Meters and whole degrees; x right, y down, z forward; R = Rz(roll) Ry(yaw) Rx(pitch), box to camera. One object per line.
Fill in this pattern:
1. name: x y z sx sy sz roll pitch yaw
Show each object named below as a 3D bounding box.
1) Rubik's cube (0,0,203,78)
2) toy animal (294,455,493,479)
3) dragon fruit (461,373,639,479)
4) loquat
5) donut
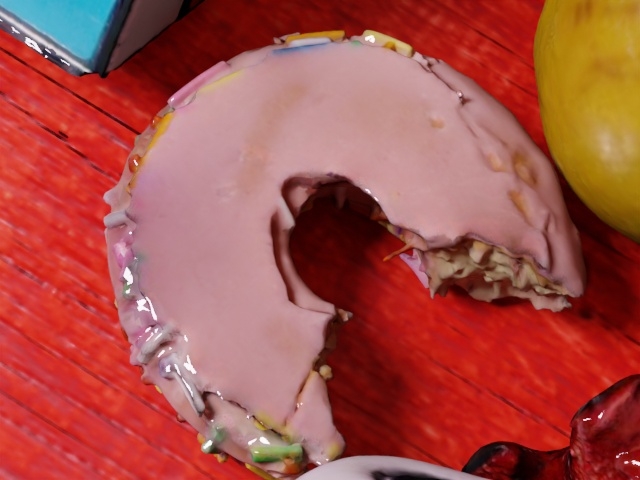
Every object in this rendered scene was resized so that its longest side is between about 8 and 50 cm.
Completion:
1. Rubik's cube: -0.114 -0.215 0.735 0.183 0.180 0.167 33 38 7
2. toy animal: 0.043 0.179 0.595 0.187 0.235 0.165 24 58 0
3. dragon fruit: 0.126 0.094 0.670 0.122 0.192 0.092 30 70 19
4. loquat: 0.199 -0.102 0.752 0.246 0.213 0.213 48 64 -13
5. donut: 0.000 0.000 0.741 0.233 0.085 0.199 -30 76 -21
